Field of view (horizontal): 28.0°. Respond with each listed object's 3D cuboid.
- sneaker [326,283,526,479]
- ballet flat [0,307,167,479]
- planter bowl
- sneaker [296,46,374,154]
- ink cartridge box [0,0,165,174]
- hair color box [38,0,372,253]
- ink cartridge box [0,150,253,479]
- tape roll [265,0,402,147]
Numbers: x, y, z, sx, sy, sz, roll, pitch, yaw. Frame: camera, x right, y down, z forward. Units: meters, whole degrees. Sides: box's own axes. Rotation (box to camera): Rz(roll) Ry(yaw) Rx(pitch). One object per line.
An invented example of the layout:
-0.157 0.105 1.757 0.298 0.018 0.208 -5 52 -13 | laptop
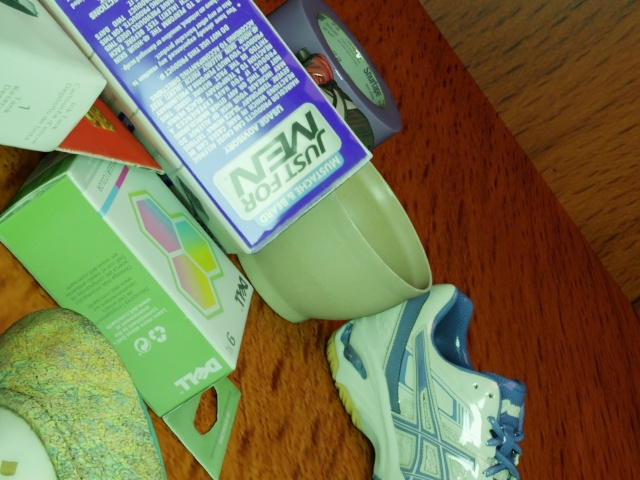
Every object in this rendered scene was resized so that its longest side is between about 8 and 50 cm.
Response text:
0.109 0.165 0.999 0.112 0.131 0.296 30 33 -59 | sneaker
-0.106 0.158 0.467 0.123 0.123 0.348 34 29 -51 | ballet flat
0.000 0.000 1.032 0.162 0.109 0.162 48 19 -23 | planter bowl
-0.013 -0.093 1.183 0.135 0.098 0.276 52 16 -8 | sneaker
-0.212 -0.156 0.705 0.275 0.060 0.239 47 17 20 | ink cartridge box
-0.125 -0.150 0.838 0.339 0.110 0.185 54 -10 -7 | hair color box
-0.098 0.033 0.787 0.209 0.062 0.109 52 17 -17 | ink cartridge box
0.004 -0.177 1.413 0.189 0.080 0.189 50 18 -23 | tape roll
